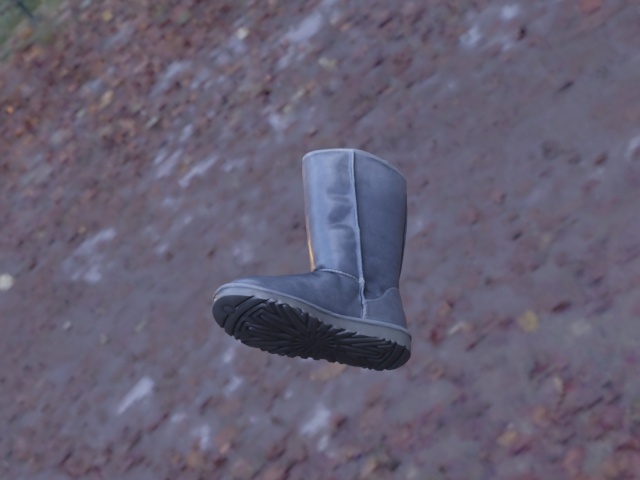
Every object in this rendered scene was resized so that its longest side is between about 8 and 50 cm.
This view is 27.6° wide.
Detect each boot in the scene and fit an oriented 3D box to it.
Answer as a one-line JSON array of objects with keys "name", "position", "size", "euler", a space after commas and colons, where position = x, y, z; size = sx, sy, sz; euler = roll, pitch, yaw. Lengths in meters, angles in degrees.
[{"name": "boot", "position": [-0.002, 0.001, 1.111], "size": [0.076, 0.190, 0.208], "euler": [-44, 37, 45]}]
